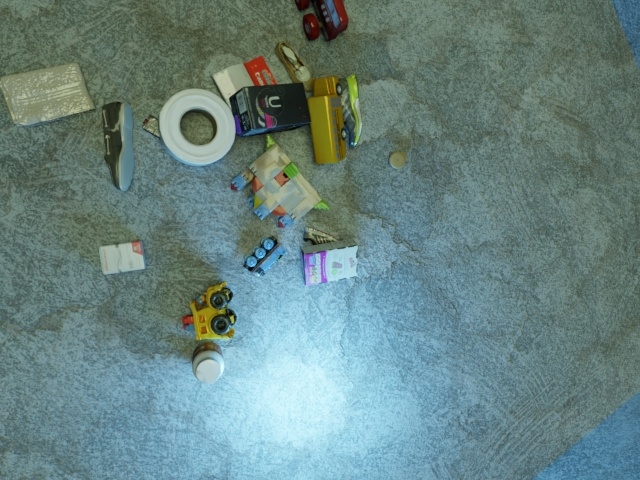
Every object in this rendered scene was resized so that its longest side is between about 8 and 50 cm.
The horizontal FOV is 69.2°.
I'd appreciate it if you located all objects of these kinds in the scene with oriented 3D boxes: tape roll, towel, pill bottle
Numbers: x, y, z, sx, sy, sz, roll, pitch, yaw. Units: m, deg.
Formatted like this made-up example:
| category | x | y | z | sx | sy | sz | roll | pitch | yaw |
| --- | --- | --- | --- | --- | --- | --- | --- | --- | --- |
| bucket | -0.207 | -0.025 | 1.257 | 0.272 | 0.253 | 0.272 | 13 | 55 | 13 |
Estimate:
| category | x | y | z | sx | sy | sz | roll | pitch | yaw |
| --- | --- | --- | --- | --- | --- | --- | --- | --- | --- |
| tape roll | -0.477 | -0.433 | 1.790 | 0.286 | 0.100 | 0.286 | -2 | 95 | -22 |
| towel | -0.997 | -0.533 | 1.696 | 0.282 | 0.049 | 0.187 | -19 | 98 | -13 |
| pill bottle | -0.436 | 0.475 | 1.800 | 0.121 | 0.216 | 0.121 | -1 | 92 | -15 |

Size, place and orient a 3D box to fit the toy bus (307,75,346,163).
| category | x | y | z | sx | sy | sz | roll | pitch | yaw |
| --- | --- | --- | --- | --- | --- | --- | --- | --- | --- |
| toy bus | 0.024 | -0.488 | 1.887 | 0.130 | 0.108 | 0.333 | -34 | 122 | -55 |

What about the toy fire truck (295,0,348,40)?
| category | x | y | z | sx | sy | sz | roll | pitch | yaw |
| --- | --- | --- | --- | --- | --- | --- | --- | --- | --- |
| toy fire truck | 0.018 | -0.956 | 1.831 | 0.169 | 0.254 | 0.302 | -21 | 98 | -13 |

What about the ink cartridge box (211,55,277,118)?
| category | x | y | z | sx | sy | sz | roll | pitch | yaw |
| --- | --- | --- | --- | --- | --- | --- | --- | --- | --- |
| ink cartridge box | -0.291 | -0.623 | 1.872 | 0.232 | 0.066 | 0.189 | -30 | 100 | -8 |

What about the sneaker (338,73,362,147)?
| category | x | y | z | sx | sy | sz | roll | pitch | yaw |
| --- | --- | --- | --- | --- | --- | --- | --- | --- | --- |
| sneaker | 0.108 | -0.542 | 1.964 | 0.121 | 0.111 | 0.300 | -7 | 93 | 2 |

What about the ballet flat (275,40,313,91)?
| category | x | y | z | sx | sy | sz | roll | pitch | yaw |
| --- | --- | --- | --- | --- | --- | --- | --- | --- | --- |
| ballet flat | -0.103 | -0.713 | 1.905 | 0.080 | 0.073 | 0.232 | -44 | 102 | -8 |

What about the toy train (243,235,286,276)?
| category | x | y | z | sx | sy | sz | roll | pitch | yaw |
| --- | --- | --- | --- | --- | --- | --- | --- | --- | --- |
| toy train | -0.231 | 0.068 | 1.907 | 0.184 | 0.080 | 0.105 | -47 | 108 | -8 |

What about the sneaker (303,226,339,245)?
| category | x | y | z | sx | sy | sz | roll | pitch | yaw |
| --- | --- | --- | --- | --- | --- | --- | --- | --- | --- |
| sneaker | 0.000 | 0.000 | 1.972 | 0.170 | 0.063 | 0.075 | 21 | 94 | -16 |

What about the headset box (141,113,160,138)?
| category | x | y | z | sx | sy | sz | roll | pitch | yaw |
| --- | --- | --- | --- | --- | --- | --- | --- | --- | --- |
| headset box | -0.645 | -0.442 | 1.798 | 0.083 | 0.032 | 0.062 | 29 | 85 | -13 |

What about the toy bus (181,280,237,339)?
| category | x | y | z | sx | sy | sz | roll | pitch | yaw |
| --- | --- | --- | --- | --- | --- | --- | --- | --- | --- |
| toy bus | -0.451 | 0.284 | 1.839 | 0.211 | 0.149 | 0.220 | -7 | 92 | 2 |

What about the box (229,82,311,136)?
| category | x | y | z | sx | sy | sz | roll | pitch | yaw |
| --- | --- | --- | --- | --- | --- | --- | --- | --- | --- |
| box | -0.194 | -0.512 | 1.818 | 0.270 | 0.143 | 0.165 | -17 | 98 | -31 |

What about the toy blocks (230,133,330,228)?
| category | x | y | z | sx | sy | sz | roll | pitch | yaw |
| --- | --- | --- | --- | --- | --- | --- | --- | --- | --- |
| toy blocks | -0.184 | -0.196 | 1.873 | 0.261 | 0.191 | 0.381 | -40 | 101 | 2 |

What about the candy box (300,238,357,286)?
| category | x | y | z | sx | sy | sz | roll | pitch | yaw |
| --- | --- | --- | --- | --- | --- | --- | --- | --- | --- |
| candy box | 0.038 | 0.092 | 1.953 | 0.233 | 0.071 | 0.159 | -9 | 119 | -13 |

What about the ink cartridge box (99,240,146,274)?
| category | x | y | z | sx | sy | sz | roll | pitch | yaw |
| --- | --- | --- | --- | --- | --- | --- | --- | --- | --- |
| ink cartridge box | -0.755 | 0.064 | 1.777 | 0.150 | 0.063 | 0.109 | -8 | 95 | -14 |

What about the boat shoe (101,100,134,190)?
| category | x | y | z | sx | sy | sz | roll | pitch | yaw |
| --- | --- | --- | --- | --- | --- | --- | --- | --- | --- |
| boat shoe | -0.767 | -0.352 | 1.741 | 0.095 | 0.112 | 0.335 | 0 | 87 | 3 |

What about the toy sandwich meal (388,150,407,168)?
| category | x | y | z | sx | sy | sz | roll | pitch | yaw |
| --- | --- | --- | --- | --- | --- | --- | --- | --- | --- |
| toy sandwich meal | 0.341 | -0.358 | 2.060 | 0.085 | 0.029 | 0.086 | -1 | 97 | -12 |
